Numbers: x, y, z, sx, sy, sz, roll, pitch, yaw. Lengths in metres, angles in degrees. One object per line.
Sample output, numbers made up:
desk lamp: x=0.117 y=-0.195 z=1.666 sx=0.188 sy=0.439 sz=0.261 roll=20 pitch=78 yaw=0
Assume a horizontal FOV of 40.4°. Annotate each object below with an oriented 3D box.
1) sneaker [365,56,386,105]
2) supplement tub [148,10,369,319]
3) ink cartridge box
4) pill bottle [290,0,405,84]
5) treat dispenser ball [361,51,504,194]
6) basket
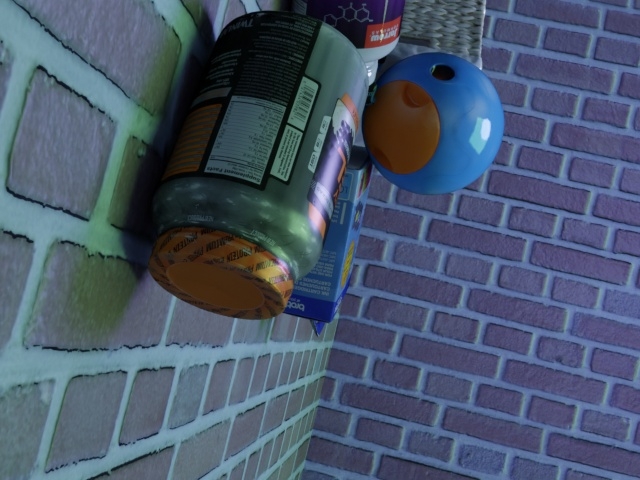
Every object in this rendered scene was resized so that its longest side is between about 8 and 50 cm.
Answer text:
sneaker: x=0.075 y=-0.400 z=1.755 sx=0.125 sy=0.140 sz=0.340 roll=84 pitch=19 yaw=-61
supplement tub: x=-0.070 y=-0.084 z=0.977 sx=0.193 sy=0.194 sz=0.316 roll=89 pitch=16 yaw=-63
ink cartridge box: x=0.000 y=0.000 z=1.862 sx=0.270 sy=0.151 sz=0.395 roll=-55 pitch=158 yaw=-72
pill bottle: x=0.047 y=-0.406 z=1.359 sx=0.181 sy=0.182 sz=0.322 roll=-68 pitch=168 yaw=-51
treat dispenser ball: x=0.227 y=-0.236 z=1.770 sx=0.288 sy=0.288 sz=0.288 roll=13 pitch=90 yaw=-83
basket: x=0.205 y=-0.398 z=2.034 sx=0.331 sy=0.329 sz=0.266 roll=92 pitch=11 yaw=-54
